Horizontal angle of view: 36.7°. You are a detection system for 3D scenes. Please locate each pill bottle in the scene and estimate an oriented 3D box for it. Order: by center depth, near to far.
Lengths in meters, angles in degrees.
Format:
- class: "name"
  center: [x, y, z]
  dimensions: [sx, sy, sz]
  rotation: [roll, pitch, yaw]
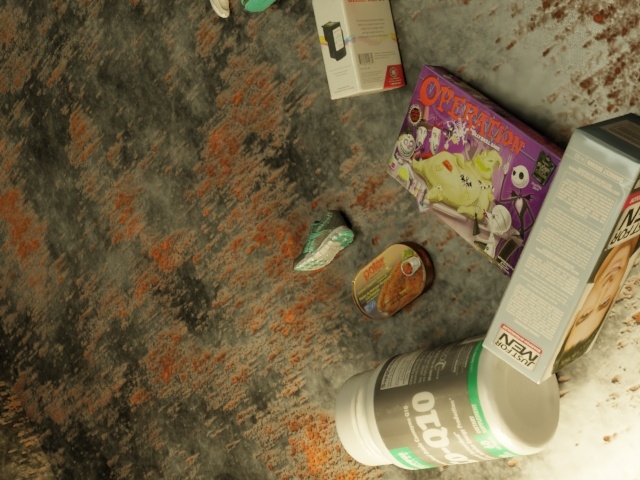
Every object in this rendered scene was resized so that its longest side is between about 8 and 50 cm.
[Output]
- class: "pill bottle"
  center: [0.208, 0.283, 1.658]
  dimensions: [0.361, 0.204, 0.204]
  rotation: [-22, 87, 44]

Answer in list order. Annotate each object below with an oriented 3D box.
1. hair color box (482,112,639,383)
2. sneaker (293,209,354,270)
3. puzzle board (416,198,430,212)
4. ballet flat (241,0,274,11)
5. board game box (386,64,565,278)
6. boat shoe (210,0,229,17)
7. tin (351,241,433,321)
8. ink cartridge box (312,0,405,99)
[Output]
- class: "hair color box"
  center: [0.390, 0.012, 1.428]
  dimensions: [0.113, 0.185, 0.375]
  rotation: [35, 123, 29]
- class: "sneaker"
  center: [0.000, 0.000, 1.876]
  dimensions: [0.166, 0.065, 0.076]
  rotation: [-40, 58, 38]
- class: "puzzle board"
  center: [0.210, -0.106, 1.678]
  dimensions: [0.128, 0.011, 0.097]
  rotation: [-13, 93, 43]
- class: "ballet flat"
  center: [-0.062, -0.507, 1.768]
  dimensions: [0.247, 0.083, 0.087]
  rotation: [-20, 74, 42]
- class: "board game box"
  center: [0.247, -0.118, 1.553]
  dimensions: [0.347, 0.056, 0.208]
  rotation: [45, 123, 43]
- class: "boat shoe"
  center: [-0.201, -0.495, 1.926]
  dimensions: [0.035, 0.035, 0.100]
  rotation: [-27, 77, 46]
- class: "tin"
  center: [0.132, 0.075, 1.784]
  dimensions: [0.189, 0.040, 0.106]
  rotation: [-41, 78, 41]
- class: "ink cartridge box"
  center: [0.067, -0.341, 1.662]
  dimensions: [0.072, 0.127, 0.175]
  rotation: [-7, 96, 45]
